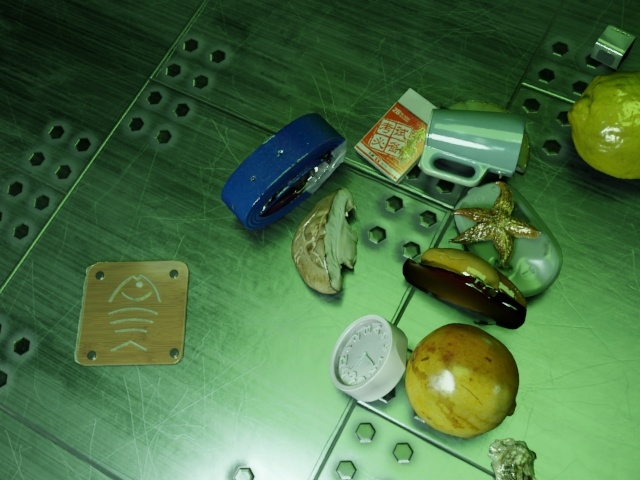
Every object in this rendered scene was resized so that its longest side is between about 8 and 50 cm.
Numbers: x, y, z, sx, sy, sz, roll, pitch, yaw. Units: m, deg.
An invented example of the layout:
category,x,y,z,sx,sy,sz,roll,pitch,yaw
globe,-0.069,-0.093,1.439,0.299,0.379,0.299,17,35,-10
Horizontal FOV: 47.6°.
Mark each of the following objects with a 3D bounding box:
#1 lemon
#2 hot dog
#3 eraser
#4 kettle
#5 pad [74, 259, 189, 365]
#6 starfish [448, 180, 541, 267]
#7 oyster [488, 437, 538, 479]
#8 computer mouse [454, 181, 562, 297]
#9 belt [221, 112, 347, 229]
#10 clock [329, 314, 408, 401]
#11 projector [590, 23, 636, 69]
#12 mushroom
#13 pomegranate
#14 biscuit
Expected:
category,x,y,z,sx,sy,sz,roll,pitch,yaw
lemon,0.791,-0.283,1.815,0.316,0.285,0.285,41,76,-9
hot dog,0.363,0.098,1.752,0.326,0.194,0.107,30,69,22
eraser,0.227,-0.287,1.980,0.157,0.038,0.230,42,88,21
kettle,0.386,-0.237,1.859,0.243,0.160,0.210,11,79,11
pad,-0.492,0.187,1.904,0.287,0.018,0.284,-2,68,4
starfish,0.431,-0.045,1.790,0.227,0.043,0.240,1,61,22
oyster,0.444,0.528,1.639,0.108,0.053,0.165,1,61,-4
computer mouse,0.471,-0.003,1.827,0.197,0.095,0.331,-27,58,6
belt,-0.091,-0.177,1.898,0.347,0.212,0.117,-41,68,-6
clock,0.113,0.275,1.708,0.197,0.068,0.197,-34,36,30
projector,0.809,-0.534,2.003,0.082,0.083,0.083,34,76,18
mushroom,0.000,0.000,1.874,0.151,0.156,0.285,-7,64,35
pomegranate,0.319,0.319,1.629,0.264,0.264,0.264,-2,68,6
biscuit,0.465,-0.308,1.977,0.290,0.038,0.141,35,76,18
